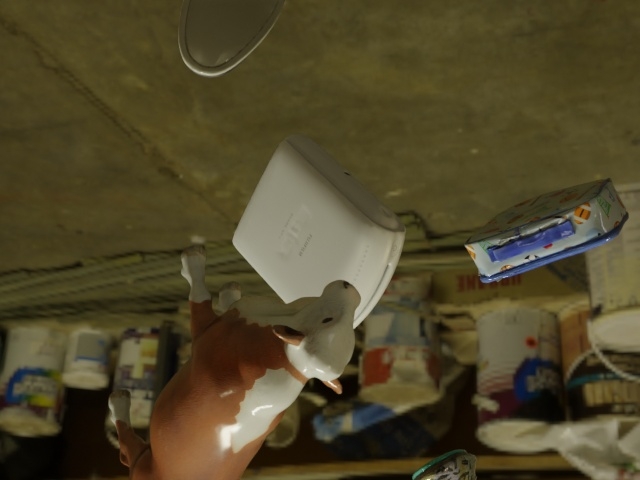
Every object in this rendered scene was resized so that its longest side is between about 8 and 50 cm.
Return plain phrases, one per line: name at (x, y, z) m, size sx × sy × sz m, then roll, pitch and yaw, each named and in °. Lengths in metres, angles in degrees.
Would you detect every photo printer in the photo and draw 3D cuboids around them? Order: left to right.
photo printer at (0.000, 0.000, 1.672) m, size 0.107 × 0.307 × 0.256 m, roll -1°, pitch 129°, yaw -48°

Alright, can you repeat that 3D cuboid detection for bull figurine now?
bull figurine at (-0.087, 0.125, 0.827) m, size 0.101 × 0.188 × 0.310 m, roll 18°, pitch 118°, yaw -35°

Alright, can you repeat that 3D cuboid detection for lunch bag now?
lunch bag at (0.434, -0.015, 1.858) m, size 0.303 × 0.115 × 0.243 m, roll -23°, pitch -174°, yaw 28°

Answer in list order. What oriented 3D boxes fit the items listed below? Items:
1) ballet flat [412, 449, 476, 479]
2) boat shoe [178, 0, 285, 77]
ballet flat at (0.075, 0.143, 0.548) m, size 0.041 × 0.041 × 0.114 m, roll 1°, pitch 165°, yaw 5°
boat shoe at (-0.061, -0.215, 0.787) m, size 0.075 × 0.206 × 0.065 m, roll 20°, pitch 161°, yaw -5°
